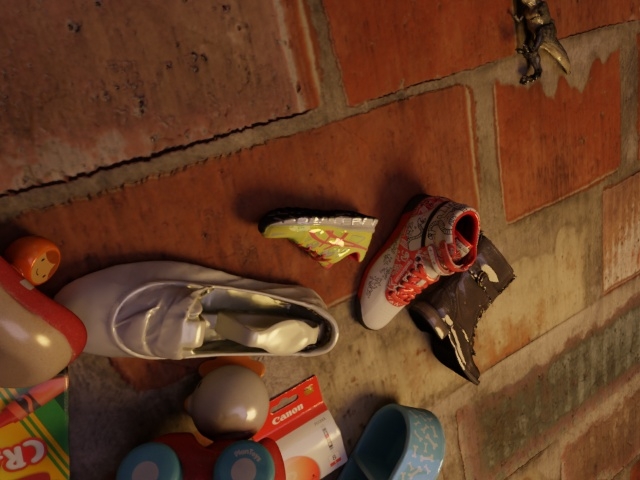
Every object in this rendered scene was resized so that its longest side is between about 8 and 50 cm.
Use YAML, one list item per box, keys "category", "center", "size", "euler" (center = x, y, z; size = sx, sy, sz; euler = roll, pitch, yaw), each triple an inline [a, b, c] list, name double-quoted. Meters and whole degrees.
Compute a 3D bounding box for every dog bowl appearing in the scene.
- category: "dog bowl"
  center: [0.109, 0.435, 0.869]
  size: [0.074, 0.166, 0.297]
  euler: [32, 85, -20]

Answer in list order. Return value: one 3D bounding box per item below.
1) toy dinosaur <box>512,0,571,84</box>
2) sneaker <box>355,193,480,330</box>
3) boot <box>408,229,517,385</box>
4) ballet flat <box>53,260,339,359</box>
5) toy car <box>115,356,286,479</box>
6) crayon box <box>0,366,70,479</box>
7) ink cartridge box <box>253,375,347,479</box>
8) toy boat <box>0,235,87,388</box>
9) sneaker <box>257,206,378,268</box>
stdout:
- category: "toy dinosaur"
  center: [0.415, -0.372, 0.903]
  size: [0.268, 0.064, 0.118]
  euler: [38, 75, -34]
- category: "sneaker"
  center: [0.167, 0.048, 0.810]
  size: [0.090, 0.145, 0.270]
  euler: [31, 86, -32]
- category: "boot"
  center: [0.313, 0.138, 0.948]
  size: [0.229, 0.091, 0.263]
  euler: [-42, 116, -14]
- category: "ballet flat"
  center: [-0.145, 0.109, 0.656]
  size: [0.401, 0.139, 0.139]
  euler: [8, 98, -31]
- category: "toy car"
  center: [-0.154, 0.264, 0.678]
  size: [0.211, 0.237, 0.219]
  euler: [1, 142, -5]
- category: "crayon box"
  center: [-0.416, 0.308, 0.577]
  size: [0.202, 0.081, 0.318]
  euler: [-2, 103, -30]
- category: "ink cartridge box"
  center: [-0.036, 0.347, 0.827]
  size: [0.146, 0.045, 0.179]
  euler: [-24, 115, -24]
- category: "toy boat"
  center: [-0.353, 0.048, 0.526]
  size: [0.231, 0.151, 0.151]
  euler: [48, 34, -11]
- category: "sneaker"
  center: [0.000, 0.000, 0.741]
  size: [0.209, 0.081, 0.094]
  euler: [3, 103, -31]
